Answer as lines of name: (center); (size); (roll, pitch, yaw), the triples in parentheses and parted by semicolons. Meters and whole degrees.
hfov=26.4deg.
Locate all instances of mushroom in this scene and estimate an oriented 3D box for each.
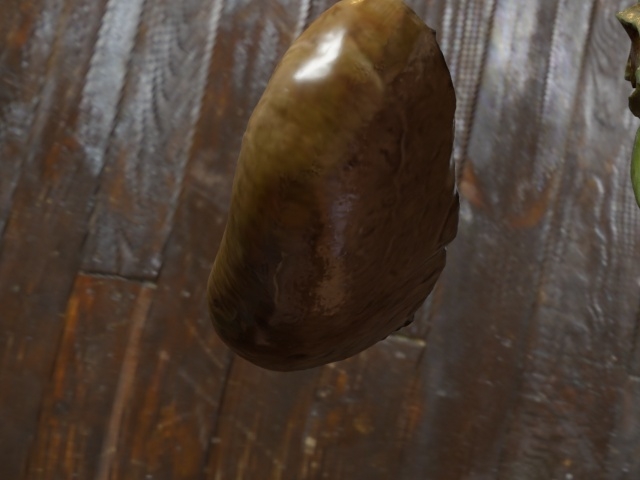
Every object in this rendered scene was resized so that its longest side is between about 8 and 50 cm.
mushroom: (0.001, 0.002, 0.535); (0.094, 0.209, 0.072); (-30, 64, -30)

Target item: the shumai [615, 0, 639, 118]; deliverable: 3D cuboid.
shumai: (0.339, -0.180, 1.129); (0.218, 0.189, 0.255); (-26, 58, 34)

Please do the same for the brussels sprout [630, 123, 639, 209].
brussels sprout: (0.243, -0.036, 0.730); (0.155, 0.155, 0.117); (11, 105, 22)
